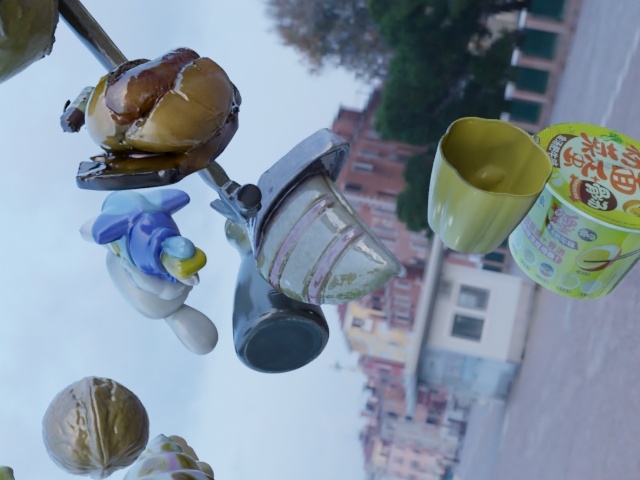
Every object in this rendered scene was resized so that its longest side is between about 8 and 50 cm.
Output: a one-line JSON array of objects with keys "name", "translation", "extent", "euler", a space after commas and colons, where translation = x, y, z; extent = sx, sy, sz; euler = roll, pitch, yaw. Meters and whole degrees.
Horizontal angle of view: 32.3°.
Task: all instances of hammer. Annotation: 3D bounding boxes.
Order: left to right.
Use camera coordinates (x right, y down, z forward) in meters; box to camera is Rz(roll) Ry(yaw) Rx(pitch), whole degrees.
[{"name": "hammer", "translation": [-0.240, -0.198, 1.586], "extent": [0.044, 0.440, 0.168], "euler": [-41, 0, -13]}]

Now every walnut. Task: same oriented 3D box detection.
[{"name": "walnut", "translation": [-0.467, 0.395, 2.303], "extent": [0.228, 0.228, 0.227], "euler": [11, -90, -81]}]

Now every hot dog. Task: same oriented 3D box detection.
[{"name": "hot dog", "translation": [-0.194, -0.170, 1.301], "extent": [0.326, 0.194, 0.107], "euler": [-98, 4, -65]}]

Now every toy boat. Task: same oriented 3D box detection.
[{"name": "toy boat", "translation": [-0.022, -0.013, 1.859], "extent": [0.111, 0.276, 0.293], "euler": [10, -126, -48]}]

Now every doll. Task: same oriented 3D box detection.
[{"name": "doll", "translation": [-0.328, 0.019, 2.149], "extent": [0.187, 0.376, 0.365], "euler": [-58, -6, -29]}]

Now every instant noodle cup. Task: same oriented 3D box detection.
[{"name": "instant noodle cup", "translation": [0.499, -0.047, 2.085], "extent": [0.311, 0.311, 0.221], "euler": [-68, -2, -50]}]

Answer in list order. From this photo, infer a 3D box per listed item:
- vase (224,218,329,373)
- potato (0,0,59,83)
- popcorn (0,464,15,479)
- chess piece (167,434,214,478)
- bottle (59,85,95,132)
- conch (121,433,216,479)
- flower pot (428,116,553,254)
[{"name": "vase", "translation": [-0.101, 0.079, 2.068], "extent": [0.321, 0.173, 0.173], "euler": [-109, 16, -44]}, {"name": "potato", "translation": [-0.571, -0.374, 1.402], "extent": [0.319, 0.442, 0.385], "euler": [-39, 0, -37]}, {"name": "popcorn", "translation": [-0.488, 0.485, 1.633], "extent": [0.274, 0.336, 0.279], "euler": [-58, -15, -14]}, {"name": "chess piece", "translation": [-0.185, 0.511, 1.944], "extent": [0.117, 0.397, 0.117], "euler": [-27, -31, -18]}, {"name": "bottle", "translation": [-0.421, -0.227, 1.943], "extent": [0.047, 0.063, 0.101], "euler": [57, -138, -28]}, {"name": "conch", "translation": [-0.200, 0.415, 1.410], "extent": [0.368, 0.197, 0.249], "euler": [-64, -20, -48]}, {"name": "flower pot", "translation": [0.268, -0.081, 1.855], "extent": [0.195, 0.195, 0.179], "euler": [-70, -2, -45]}]
